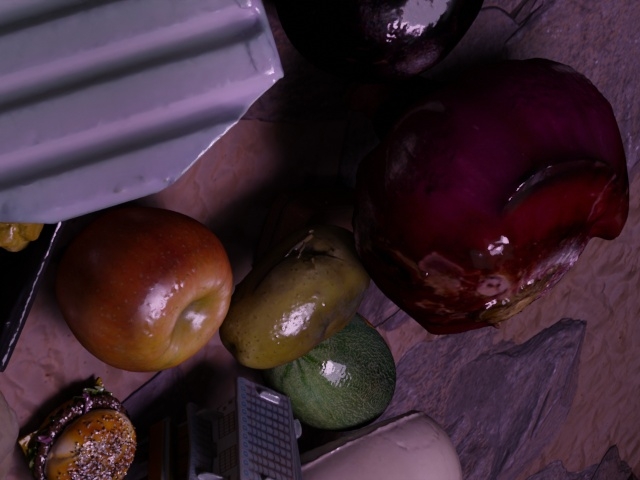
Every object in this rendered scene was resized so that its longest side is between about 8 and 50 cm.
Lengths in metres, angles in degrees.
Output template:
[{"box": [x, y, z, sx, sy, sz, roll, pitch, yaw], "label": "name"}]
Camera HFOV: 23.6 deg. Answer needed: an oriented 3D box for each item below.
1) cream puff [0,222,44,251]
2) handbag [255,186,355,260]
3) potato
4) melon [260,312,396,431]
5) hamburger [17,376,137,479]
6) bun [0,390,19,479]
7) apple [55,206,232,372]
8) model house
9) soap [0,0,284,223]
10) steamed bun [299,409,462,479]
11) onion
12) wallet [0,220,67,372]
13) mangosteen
[{"box": [-0.356, -0.058, 1.651, 0.116, 0.146, 0.146, 5, 115, -30], "label": "cream puff"}, {"box": [0.000, 0.000, 2.187, 0.193, 0.072, 0.151, -7, 123, -51], "label": "handbag"}, {"box": [-0.033, 0.071, 2.010, 0.248, 0.143, 0.169, -40, 151, -35], "label": "potato"}, {"box": [0.016, 0.191, 2.268, 0.182, 0.182, 0.287, -53, 145, -5], "label": "melon"}, {"box": [-0.307, 0.280, 2.016, 0.164, 0.093, 0.189, -45, 147, -16], "label": "hamburger"}, {"box": [-0.485, 0.262, 1.674, 0.359, 0.211, 0.360, -30, 138, -31], "label": "bun"}, {"box": [-0.218, 0.056, 1.878, 0.210, 0.173, 0.235, -52, 155, -13], "label": "apple"}, {"box": [-0.126, 0.334, 2.100, 0.215, 0.224, 0.198, -27, 122, 14], "label": "model house"}, {"box": [-0.266, -0.155, 1.491, 0.446, 0.156, 0.261, -18, 101, -5], "label": "soap"}, {"box": [0.054, 0.423, 2.342, 0.374, 0.241, 0.374, -24, 167, -6], "label": "steamed bun"}, {"box": [0.186, -0.114, 1.999, 0.398, 0.420, 0.398, -24, 151, -15], "label": "onion"}, {"box": [-0.325, -0.004, 1.724, 0.030, 0.146, 0.285, 21, 101, -27], "label": "wallet"}, {"box": [0.071, -0.322, 1.877, 0.275, 0.275, 0.302, -55, 180, -1], "label": "mangosteen"}]
